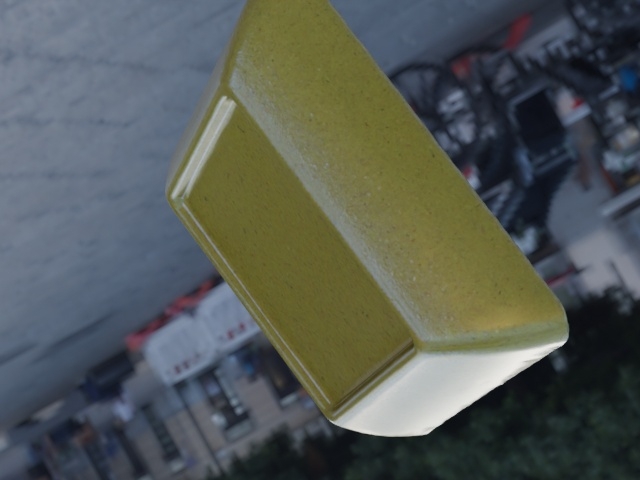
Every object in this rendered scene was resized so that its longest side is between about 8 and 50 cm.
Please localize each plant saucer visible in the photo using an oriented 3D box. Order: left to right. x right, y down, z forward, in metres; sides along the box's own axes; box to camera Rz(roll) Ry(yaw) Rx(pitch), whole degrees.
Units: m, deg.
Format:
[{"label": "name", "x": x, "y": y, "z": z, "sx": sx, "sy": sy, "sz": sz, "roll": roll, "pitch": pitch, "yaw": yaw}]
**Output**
[{"label": "plant saucer", "x": 0.000, "y": 0.000, "z": 1.171, "sx": 0.081, "sy": 0.333, "sz": 0.333, "roll": -34, "pitch": 173, "yaw": -23}]
